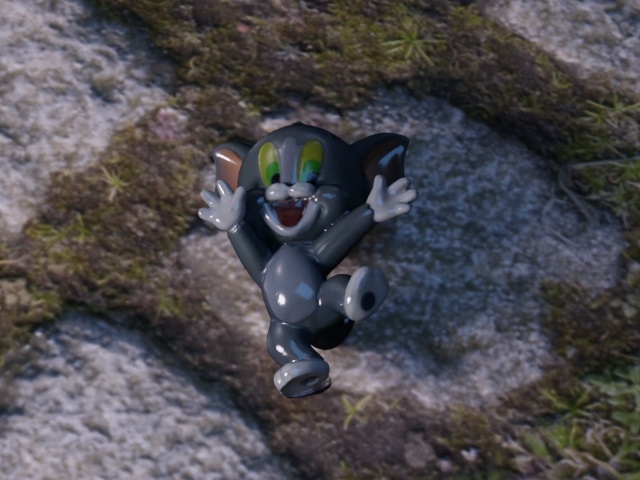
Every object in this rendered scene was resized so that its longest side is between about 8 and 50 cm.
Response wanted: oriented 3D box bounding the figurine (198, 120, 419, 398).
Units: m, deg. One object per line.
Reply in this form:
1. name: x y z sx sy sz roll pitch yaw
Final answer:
1. figurine: 0.002 0.005 1.390 0.193 0.140 0.265 -14 74 9
